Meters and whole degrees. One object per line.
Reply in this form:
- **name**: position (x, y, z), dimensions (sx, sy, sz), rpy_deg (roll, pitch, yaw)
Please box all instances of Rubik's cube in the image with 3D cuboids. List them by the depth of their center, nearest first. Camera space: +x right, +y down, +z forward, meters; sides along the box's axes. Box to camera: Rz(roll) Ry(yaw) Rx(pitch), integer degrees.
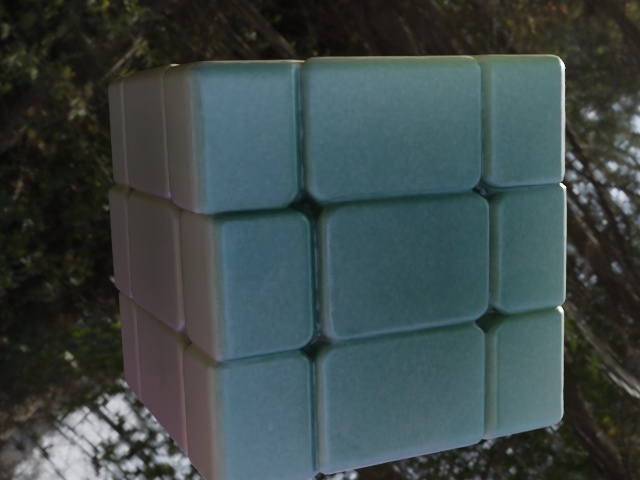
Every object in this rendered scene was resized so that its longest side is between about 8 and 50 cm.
- **Rubik's cube**: position (0.000, 0.000, 0.804), dimensions (0.322, 0.316, 0.319), rpy_deg (-7, -171, -23)
